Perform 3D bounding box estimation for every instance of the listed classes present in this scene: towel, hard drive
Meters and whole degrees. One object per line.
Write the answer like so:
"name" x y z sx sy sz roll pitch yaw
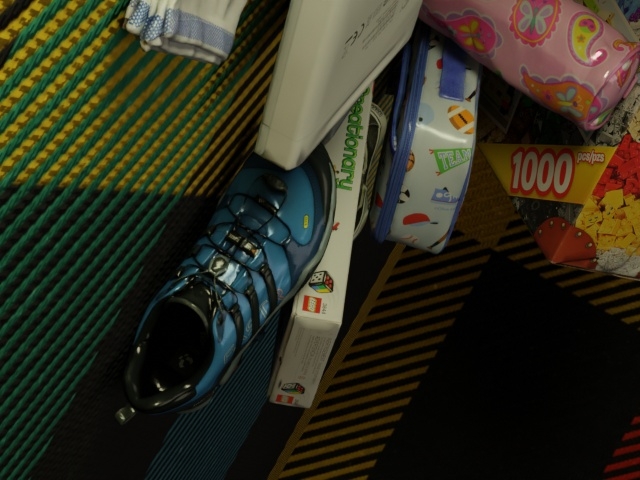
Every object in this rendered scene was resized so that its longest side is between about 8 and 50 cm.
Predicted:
"towel" -0.031 -0.244 1.019 0.285 0.034 0.209 -62 173 6
"hard drive" 0.051 -0.246 1.195 0.233 0.047 0.353 -51 166 -42

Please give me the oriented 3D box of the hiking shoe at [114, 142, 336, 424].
"hiking shoe" -0.080 0.039 1.436 0.304 0.113 0.132 -62 173 10

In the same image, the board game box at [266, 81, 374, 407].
"board game box" 0.000 0.000 1.665 0.193 0.053 0.305 108 -8 -57

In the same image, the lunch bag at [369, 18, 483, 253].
"lunch bag" 0.137 -0.154 1.925 0.243 0.115 0.303 100 0 -47

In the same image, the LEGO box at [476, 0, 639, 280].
"LEGO box" 0.358 -0.245 2.004 0.372 0.193 0.500 -65 -151 29

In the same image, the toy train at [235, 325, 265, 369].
"toy train" -0.091 0.063 1.599 0.105 0.080 0.184 -43 162 -48

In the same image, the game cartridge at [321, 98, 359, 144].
"game cartridge" 0.046 -0.235 1.503 0.198 0.062 0.297 -53 170 -21

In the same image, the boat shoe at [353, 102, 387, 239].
"boat shoe" 0.020 -0.066 1.879 0.070 0.077 0.219 -53 161 -50

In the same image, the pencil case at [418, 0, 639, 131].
"pencil case" 0.224 -0.242 1.770 0.124 0.284 0.124 -46 159 -24
